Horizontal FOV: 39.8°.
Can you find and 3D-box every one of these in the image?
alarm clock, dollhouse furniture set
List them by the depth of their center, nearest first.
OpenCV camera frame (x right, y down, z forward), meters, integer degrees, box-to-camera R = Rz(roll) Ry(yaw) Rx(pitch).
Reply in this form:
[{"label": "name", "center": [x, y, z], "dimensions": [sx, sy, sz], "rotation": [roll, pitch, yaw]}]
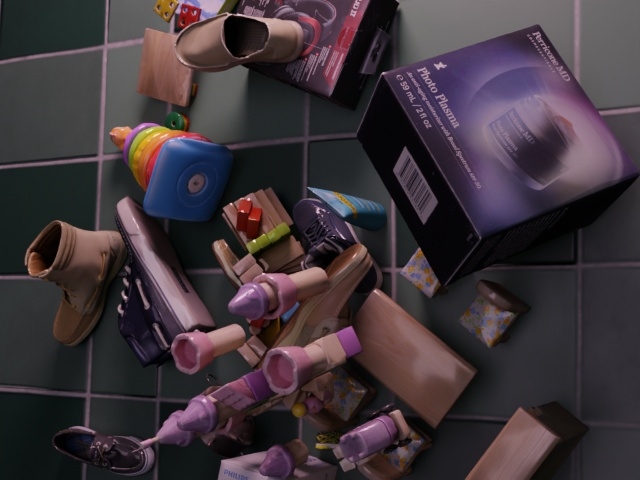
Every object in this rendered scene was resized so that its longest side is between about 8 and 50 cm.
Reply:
[{"label": "dollhouse furniture set", "center": [0.185, 0.235, 1.372], "dimensions": [0.394, 0.256, 0.362], "rotation": [39, 101, 25]}, {"label": "alarm clock", "center": [-0.181, 0.315, 1.626], "dimensions": [0.064, 0.129, 0.192], "rotation": [-43, 41, 14]}]

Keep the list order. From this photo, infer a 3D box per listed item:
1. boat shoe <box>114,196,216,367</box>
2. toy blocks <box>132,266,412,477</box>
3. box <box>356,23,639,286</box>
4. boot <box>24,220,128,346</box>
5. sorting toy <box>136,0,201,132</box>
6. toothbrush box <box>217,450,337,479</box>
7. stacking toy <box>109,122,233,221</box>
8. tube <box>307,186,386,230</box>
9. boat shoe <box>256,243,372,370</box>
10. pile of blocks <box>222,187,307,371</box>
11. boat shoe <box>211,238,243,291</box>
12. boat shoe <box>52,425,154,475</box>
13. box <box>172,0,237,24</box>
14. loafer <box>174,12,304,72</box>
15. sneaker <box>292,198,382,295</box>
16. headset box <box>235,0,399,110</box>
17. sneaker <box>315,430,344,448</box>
[{"label": "boat shoe", "center": [-0.351, 0.088, 1.728], "dimensions": [0.158, 0.127, 0.341], "rotation": [-35, 70, 11]}, {"label": "toy blocks", "center": [-0.094, 0.235, 1.284], "dimensions": [0.288, 0.260, 0.309], "rotation": [-36, 76, 38]}, {"label": "box", "center": [0.261, -0.136, 1.344], "dimensions": [0.293, 0.183, 0.296], "rotation": [-21, 70, -21]}, {"label": "boot", "center": [-0.513, 0.088, 1.767], "dimensions": [0.095, 0.203, 0.262], "rotation": [33, 97, 26]}, {"label": "sorting toy", "center": [-0.300, -0.360, 1.791], "dimensions": [0.132, 0.046, 0.275], "rotation": [19, 106, 27]}, {"label": "toothbrush box", "center": [-0.094, 0.520, 1.502], "dimensions": [0.126, 0.216, 0.296], "rotation": [12, 90, 27]}, {"label": "stacking toy", "center": [-0.327, -0.168, 1.753], "dimensions": [0.301, 0.175, 0.166], "rotation": [33, 108, 40]}, {"label": "tube", "center": [0.050, -0.052, 1.501], "dimensions": [0.080, 0.207, 0.052], "rotation": [35, 101, 24]}, {"label": "boat shoe", "center": [0.008, 0.131, 1.430], "dimensions": [0.098, 0.109, 0.302], "rotation": [35, 119, -1]}, {"label": "pile of blocks", "center": [-0.089, 0.074, 1.576], "dimensions": [0.148, 0.112, 0.363], "rotation": [-7, 80, -4]}, {"label": "boat shoe", "center": [-0.130, 0.068, 1.664], "dimensions": [0.072, 0.068, 0.190], "rotation": [-36, 81, 4]}, {"label": "boat shoe", "center": [-0.440, 0.419, 1.764], "dimensions": [0.228, 0.076, 0.080], "rotation": [12, 89, 27]}, {"label": "box", "center": [-0.211, -0.509, 1.777], "dimensions": [0.109, 0.042, 0.178], "rotation": [41, 103, 25]}, {"label": "loafer", "center": [-0.162, -0.363, 1.585], "dimensions": [0.268, 0.092, 0.102], "rotation": [-1, 86, 28]}, {"label": "sneaker", "center": [0.002, -0.001, 1.546], "dimensions": [0.086, 0.163, 0.226], "rotation": [-49, 65, 15]}, {"label": "headset box", "center": [-0.010, -0.385, 1.624], "dimensions": [0.293, 0.110, 0.218], "rotation": [25, 96, 27]}, {"label": "sneaker", "center": [0.026, 0.350, 1.564], "dimensions": [0.083, 0.031, 0.035], "rotation": [-12, 78, 25]}]
